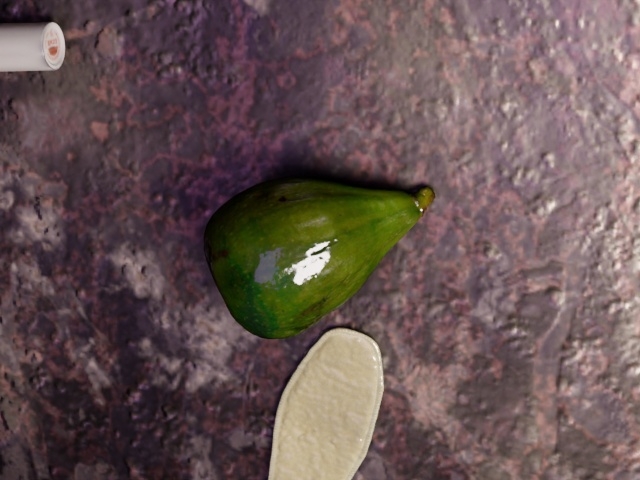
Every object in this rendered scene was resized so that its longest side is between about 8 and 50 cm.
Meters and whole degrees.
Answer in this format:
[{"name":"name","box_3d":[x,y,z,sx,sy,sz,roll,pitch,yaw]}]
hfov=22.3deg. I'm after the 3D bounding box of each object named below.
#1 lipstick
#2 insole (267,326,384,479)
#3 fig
[{"name":"lipstick","box_3d":[-0.268,-0.151,1.278,0.130,0.038,0.038,1,108,19]},{"name":"insole","box_3d":[-0.006,0.179,1.308,0.081,0.011,0.248,19,113,12]},{"name":"fig","box_3d":[0.000,0.000,1.203,0.177,0.117,0.117,-22,99,14]}]
